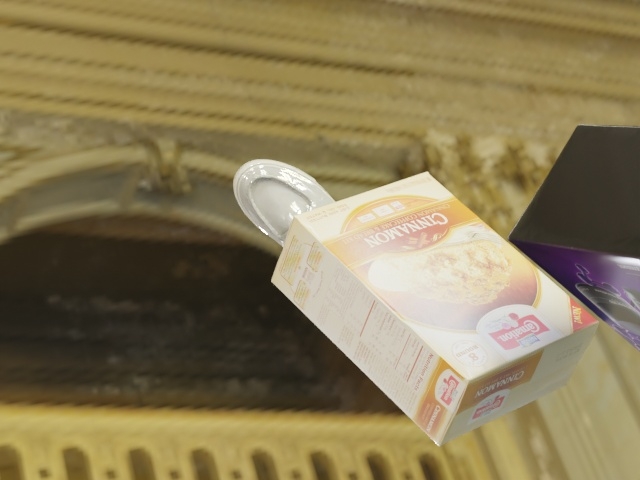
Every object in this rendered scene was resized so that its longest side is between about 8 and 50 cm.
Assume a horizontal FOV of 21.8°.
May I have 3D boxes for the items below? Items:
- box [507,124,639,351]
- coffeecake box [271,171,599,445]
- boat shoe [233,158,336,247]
[{"bbox_3d":[0.265,0.022,1.016,0.184,0.261,0.103,36,-101,-22],"label":"box"},{"bbox_3d":[0.081,0.044,1.199,0.142,0.185,0.068,-19,-39,-40],"label":"coffeecake box"},{"bbox_3d":[0.000,0.000,1.456,0.066,0.063,0.184,-43,-75,2],"label":"boat shoe"}]
